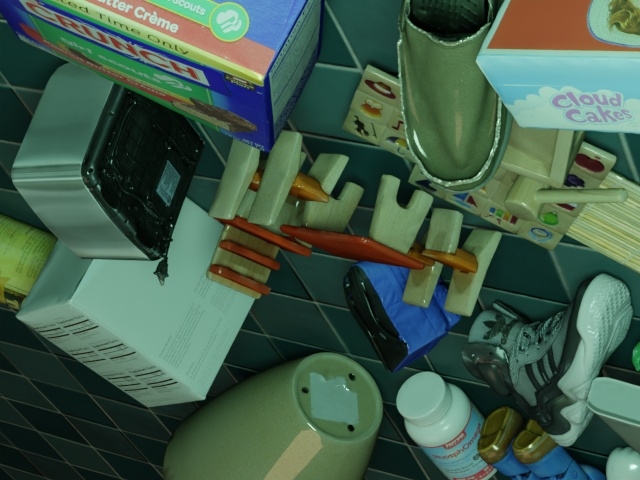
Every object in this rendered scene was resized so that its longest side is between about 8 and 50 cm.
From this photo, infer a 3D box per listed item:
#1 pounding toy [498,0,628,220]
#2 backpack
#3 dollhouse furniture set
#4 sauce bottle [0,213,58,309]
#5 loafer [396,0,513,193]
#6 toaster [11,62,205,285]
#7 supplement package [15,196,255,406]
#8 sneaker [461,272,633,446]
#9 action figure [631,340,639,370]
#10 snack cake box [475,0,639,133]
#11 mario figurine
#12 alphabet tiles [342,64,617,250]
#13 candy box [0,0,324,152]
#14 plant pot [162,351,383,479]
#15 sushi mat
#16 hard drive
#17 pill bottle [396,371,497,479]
[{"bbox_3d":[0.188,-0.103,1.518,0.181,0.094,0.206,21,156,12],"label":"pounding toy"},{"bbox_3d":[0.086,0.068,1.958,0.120,0.101,0.098,56,154,11],"label":"backpack"},{"bbox_3d":[0.000,0.000,1.789,0.262,0.135,0.259,24,172,-32],"label":"dollhouse furniture set"},{"bbox_3d":[-0.325,0.057,2.318,0.344,0.111,0.111,20,155,14],"label":"sauce bottle"},{"bbox_3d":[0.093,-0.151,1.370,0.094,0.087,0.251,2,110,19],"label":"loafer"},{"bbox_3d":[-0.215,-0.075,1.859,0.110,0.186,0.168,-2,145,30],"label":"toaster"},{"bbox_3d":[-0.205,0.057,2.099,0.203,0.194,0.149,38,152,-23],"label":"supplement package"},{"bbox_3d":[0.230,0.106,1.886,0.153,0.101,0.269,29,148,18],"label":"sneaker"},{"bbox_3d":[0.429,0.152,1.830,0.232,0.063,0.137,19,157,6],"label":"action figure"},{"bbox_3d":[0.262,-0.156,1.271,0.264,0.152,0.089,6,149,37],"label":"snack cake box"},{"bbox_3d":[0.338,0.314,2.224,0.320,0.170,0.198,50,-176,-23],"label":"mario figurine"},{"bbox_3d":[0.138,-0.082,1.670,0.237,0.009,0.198,26,154,2],"label":"alphabet tiles"},{"bbox_3d":[-0.139,-0.200,1.514,0.268,0.122,0.317,24,172,3],"label":"candy box"},{"bbox_3d":[-0.036,0.264,2.329,0.256,0.256,0.274,30,140,-9],"label":"plant pot"},{"bbox_3d":[0.256,-0.031,1.689,0.316,0.019,0.151,27,155,-3],"label":"sushi mat"},{"bbox_3d":[0.408,0.215,1.901,0.203,0.040,0.307,15,171,22],"label":"hard drive"},{"bbox_3d":[0.158,0.231,2.222,0.087,0.087,0.160,5,149,38],"label":"pill bottle"}]
